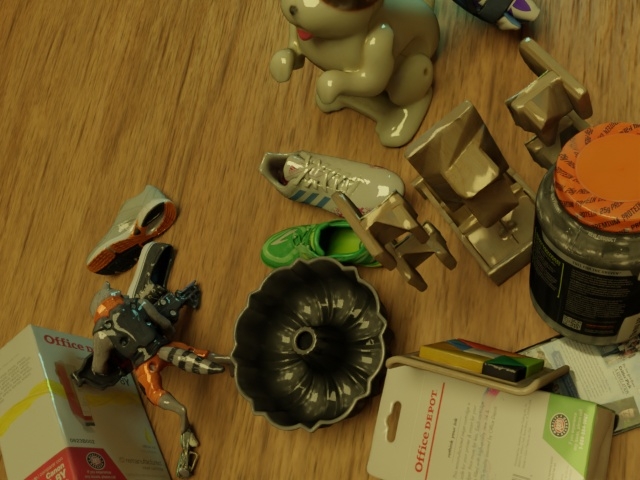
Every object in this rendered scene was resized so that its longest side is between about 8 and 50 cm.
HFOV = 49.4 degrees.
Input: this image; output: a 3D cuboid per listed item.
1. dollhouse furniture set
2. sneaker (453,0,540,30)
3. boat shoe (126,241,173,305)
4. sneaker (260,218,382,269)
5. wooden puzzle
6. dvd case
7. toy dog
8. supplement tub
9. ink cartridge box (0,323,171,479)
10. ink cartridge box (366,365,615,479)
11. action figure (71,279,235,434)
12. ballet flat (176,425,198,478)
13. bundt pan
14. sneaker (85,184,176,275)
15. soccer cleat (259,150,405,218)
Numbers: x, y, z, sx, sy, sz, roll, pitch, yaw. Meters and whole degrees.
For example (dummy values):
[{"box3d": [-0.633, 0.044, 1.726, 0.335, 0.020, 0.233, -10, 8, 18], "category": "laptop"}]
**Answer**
[{"box3d": [0.237, -0.118, 1.158, 0.362, 0.394, 0.256, -39, 57, 10], "category": "dollhouse furniture set"}, {"box3d": [0.312, -0.501, 1.306, 0.236, 0.323, 0.130, 35, 101, 20], "category": "sneaker"}, {"box3d": [-0.385, 0.110, 1.607, 0.076, 0.080, 0.229, -4, 62, 29], "category": "boat shoe"}, {"box3d": [0.000, 0.000, 1.404, 0.295, 0.123, 0.109, -6, 68, 28], "category": "sneaker"}, {"box3d": [0.254, 0.194, 1.110, 0.238, 0.221, 0.044, 5, 90, 32], "category": "wooden puzzle"}, {"box3d": [0.425, 0.240, 1.144, 0.253, 0.022, 0.180, -27, 60, 18], "category": "dvd case"}, {"box3d": [0.081, -0.426, 1.351, 0.395, 0.408, 0.284, -48, 57, 5], "category": "toy dog"}, {"box3d": [0.420, -0.002, 1.027, 0.207, 0.338, 0.207, -6, 57, 10], "category": "supplement tub"}, {"box3d": [-0.501, 0.387, 1.437, 0.160, 0.279, 0.385, -39, 58, 11], "category": "ink cartridge box"}, {"box3d": [0.265, 0.328, 1.119, 0.353, 0.119, 0.207, 6, 78, 38], "category": "ink cartridge box"}, {"box3d": [-0.323, 0.188, 1.427, 0.330, 0.178, 0.341, 33, 52, 8], "category": "action figure"}, {"box3d": [-0.273, 0.435, 1.446, 0.041, 0.041, 0.114, -8, 68, 26], "category": "ballet flat"}, {"box3d": [-0.003, 0.204, 1.330, 0.330, 0.124, 0.331, -11, 66, 25], "category": "bundt pan"}, {"box3d": [-0.471, -0.027, 1.700, 0.262, 0.099, 0.121, -41, 50, 1], "category": "sneaker"}, {"box3d": [0.010, -0.118, 1.406, 0.331, 0.143, 0.116, 11, 78, 41], "category": "soccer cleat"}]
